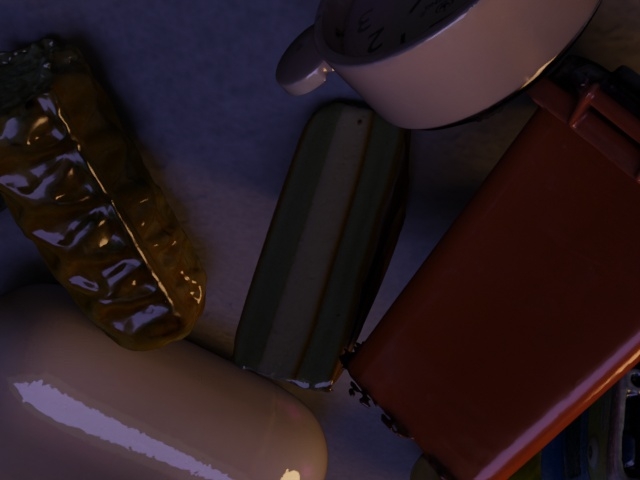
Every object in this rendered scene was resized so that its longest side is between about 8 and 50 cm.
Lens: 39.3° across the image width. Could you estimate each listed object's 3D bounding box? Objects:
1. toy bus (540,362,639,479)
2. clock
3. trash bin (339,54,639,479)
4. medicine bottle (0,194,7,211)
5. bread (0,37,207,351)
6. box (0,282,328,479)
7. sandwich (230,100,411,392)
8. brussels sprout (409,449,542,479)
[{"bbox_3d":[0.339,0.145,0.647,0.312,0.152,0.190,12,162,0],"label":"toy bus"},{"bbox_3d":[0.072,-0.132,0.464,0.229,0.155,0.063,-26,129,30],"label":"clock"},{"bbox_3d":[0.134,0.026,0.518,0.161,0.184,0.238,44,103,16],"label":"trash bin"},{"bbox_3d":[-0.313,-0.019,0.666,0.147,0.143,0.147,5,140,5],"label":"medicine bottle"},{"bbox_3d":[-0.164,-0.017,0.669,0.087,0.098,0.269,1,136,26],"label":"bread"},{"bbox_3d":[-0.187,0.192,0.852,0.349,0.141,0.288,29,132,-16],"label":"box"},{"bbox_3d":[0.000,0.000,0.595,0.079,0.163,0.113,15,136,15],"label":"sandwich"},{"bbox_3d":[0.165,0.248,0.849,0.155,0.117,0.155,0,141,0],"label":"brussels sprout"}]
